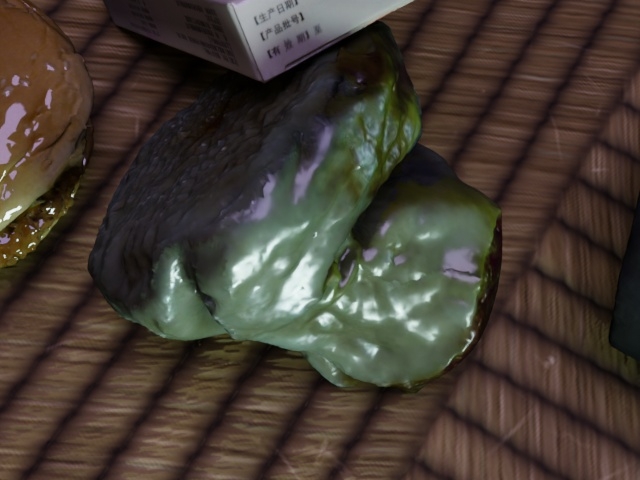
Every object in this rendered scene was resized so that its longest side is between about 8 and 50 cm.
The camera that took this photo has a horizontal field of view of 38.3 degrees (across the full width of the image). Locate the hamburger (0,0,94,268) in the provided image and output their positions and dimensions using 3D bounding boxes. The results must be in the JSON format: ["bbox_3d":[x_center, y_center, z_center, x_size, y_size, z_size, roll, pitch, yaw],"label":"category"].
[{"bbox_3d":[-0.321,-0.103,0.745,0.283,0.145,0.259,32,65,4],"label":"hamburger"}]

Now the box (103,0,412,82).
[{"bbox_3d":[-0.039,-0.226,0.742,0.214,0.069,0.353,-31,28,-16],"label":"box"}]

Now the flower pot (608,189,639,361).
[{"bbox_3d":[0.363,0.001,0.671,0.251,0.379,0.379,17,65,23],"label":"flower pot"}]

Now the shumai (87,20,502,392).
[{"bbox_3d":[0.000,0.000,0.721,0.263,0.304,0.309,45,59,-21],"label":"shumai"}]
